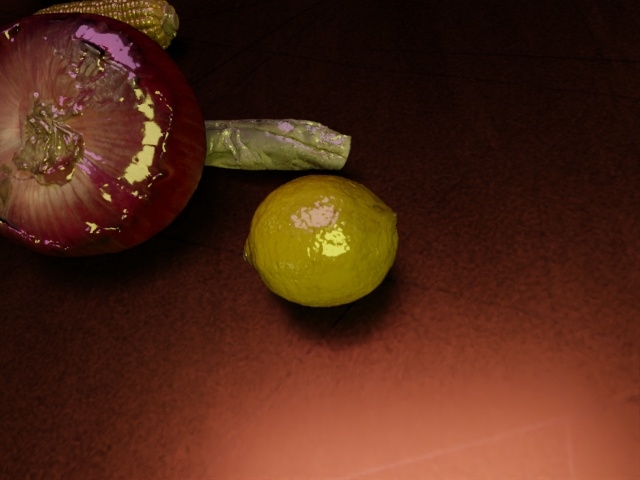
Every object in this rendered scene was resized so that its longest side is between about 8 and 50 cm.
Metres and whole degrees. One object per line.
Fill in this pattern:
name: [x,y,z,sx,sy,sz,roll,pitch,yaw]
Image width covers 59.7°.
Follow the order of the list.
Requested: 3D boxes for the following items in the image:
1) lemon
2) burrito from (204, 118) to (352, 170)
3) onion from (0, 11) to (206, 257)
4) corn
lemon: [0.000,0.000,0.451,0.133,0.109,0.109,-11,50,17]
burrito: [-0.071,-0.101,0.586,0.230,0.063,0.058,2,93,24]
onion: [-0.230,-0.102,0.540,0.248,0.248,0.161,-3,18,12]
corn: [-0.302,-0.295,0.778,0.238,0.080,0.080,3,53,20]
